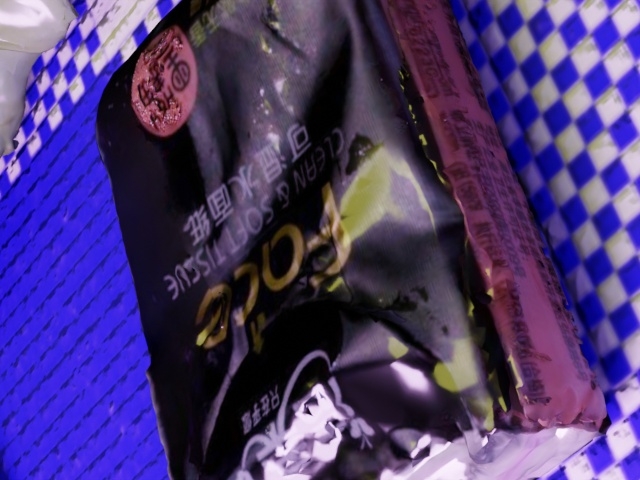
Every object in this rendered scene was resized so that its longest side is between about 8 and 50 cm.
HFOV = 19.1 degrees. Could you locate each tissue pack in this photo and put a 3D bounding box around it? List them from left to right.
[{"bbox_3d":[0.000,0.000,0.989,0.245,0.123,0.332,-41,58,43],"label":"tissue pack"}]

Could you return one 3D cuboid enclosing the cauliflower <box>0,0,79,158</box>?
[{"bbox_3d":[-0.312,-0.095,1.320,0.327,0.281,0.260,71,165,-11],"label":"cauliflower"}]
